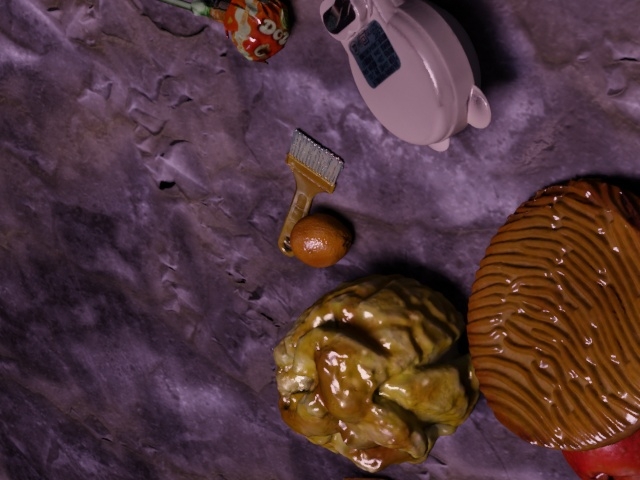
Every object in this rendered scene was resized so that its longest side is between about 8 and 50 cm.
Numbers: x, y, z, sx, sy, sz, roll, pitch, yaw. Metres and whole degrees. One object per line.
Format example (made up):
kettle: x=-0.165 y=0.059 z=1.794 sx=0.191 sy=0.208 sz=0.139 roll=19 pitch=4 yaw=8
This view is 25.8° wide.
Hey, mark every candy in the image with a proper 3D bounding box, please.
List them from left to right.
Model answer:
candy: x=-0.158 y=-0.297 z=1.810 sx=0.287 sy=0.078 sz=0.084 roll=20 pitch=102 yaw=32

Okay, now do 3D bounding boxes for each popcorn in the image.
popcorn: x=0.072 y=0.178 z=1.856 sx=0.282 sy=0.247 sz=0.282 roll=25 pitch=145 yaw=19

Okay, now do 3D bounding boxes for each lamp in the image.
lamp: x=0.102 y=-0.221 z=1.620 sx=0.246 sy=0.108 sz=0.179 roll=54 pitch=151 yaw=-4

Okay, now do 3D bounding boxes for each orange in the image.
orange: x=0.000 y=0.000 z=1.898 sx=0.085 sy=0.085 sz=0.085 roll=22 pitch=133 yaw=26

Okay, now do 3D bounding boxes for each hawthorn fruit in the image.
hawthorn fruit: x=0.365 y=0.225 z=1.655 sx=0.196 sy=0.225 sz=0.196 roll=25 pitch=154 yaw=13

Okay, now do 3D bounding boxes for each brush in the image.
brush: x=-0.027 y=-0.054 z=1.928 sx=0.082 sy=0.010 sz=0.218 roll=34 pitch=137 yaw=14

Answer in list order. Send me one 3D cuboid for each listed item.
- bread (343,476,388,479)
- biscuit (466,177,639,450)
bread: x=0.129 y=0.465 z=2.111 sx=0.134 sy=0.129 sz=0.260 roll=-34 pitch=98 yaw=41
biscuit: x=0.289 y=0.085 z=1.612 sx=0.318 sy=0.040 sz=0.318 roll=-15 pitch=70 yaw=47
